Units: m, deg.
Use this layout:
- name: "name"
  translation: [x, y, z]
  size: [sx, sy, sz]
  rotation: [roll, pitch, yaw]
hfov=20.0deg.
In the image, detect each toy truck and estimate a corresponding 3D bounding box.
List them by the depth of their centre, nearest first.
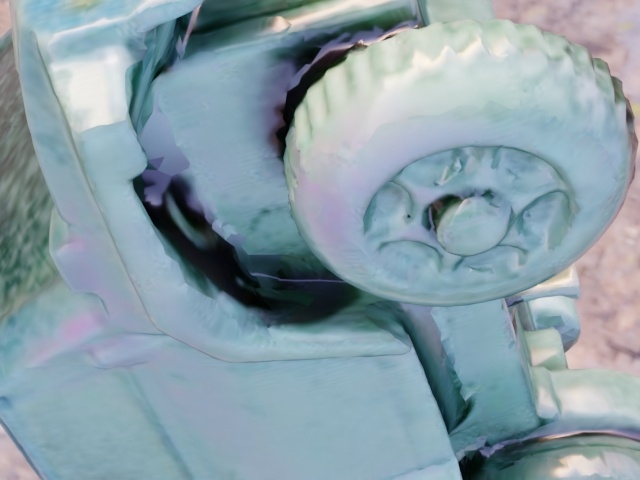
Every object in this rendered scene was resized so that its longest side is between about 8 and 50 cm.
- name: "toy truck"
  translation: [0.000, 0.000, 0.453]
  size: [0.156, 0.155, 0.279]
  rotation: [-14, 140, 8]
